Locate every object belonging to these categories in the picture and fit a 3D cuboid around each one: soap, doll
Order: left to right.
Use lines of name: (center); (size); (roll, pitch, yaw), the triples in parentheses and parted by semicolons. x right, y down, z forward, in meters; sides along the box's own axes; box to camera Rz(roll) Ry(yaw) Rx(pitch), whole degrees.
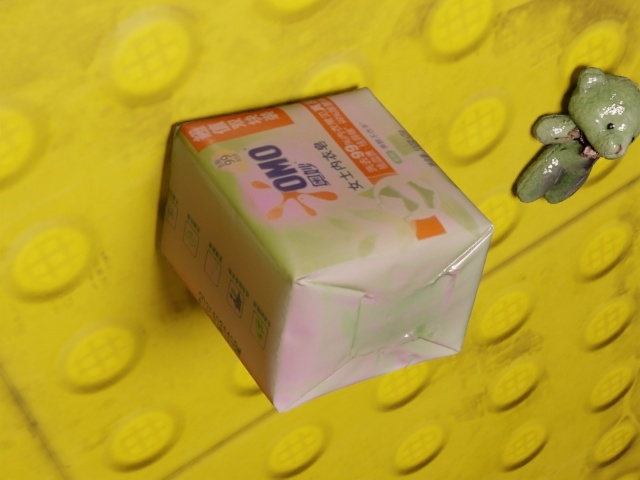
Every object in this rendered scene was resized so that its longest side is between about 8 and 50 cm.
soap: (0.000, 0.000, 1.124); (0.182, 0.199, 0.138); (-15, 138, -28)
doll: (0.247, -0.086, 1.360); (0.115, 0.077, 0.150); (10, 131, -33)
